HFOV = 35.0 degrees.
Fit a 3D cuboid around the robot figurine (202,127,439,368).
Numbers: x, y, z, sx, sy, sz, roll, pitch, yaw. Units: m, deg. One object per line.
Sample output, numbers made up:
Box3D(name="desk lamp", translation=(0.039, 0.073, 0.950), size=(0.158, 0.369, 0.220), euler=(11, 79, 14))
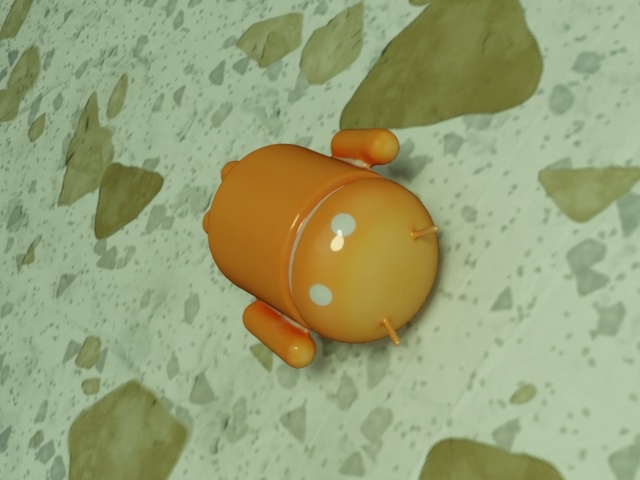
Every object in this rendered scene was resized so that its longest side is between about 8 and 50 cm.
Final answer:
Box3D(name="robot figurine", translation=(0.000, -0.002, 0.766), size=(0.158, 0.128, 0.219), euler=(-38, 38, -22))
